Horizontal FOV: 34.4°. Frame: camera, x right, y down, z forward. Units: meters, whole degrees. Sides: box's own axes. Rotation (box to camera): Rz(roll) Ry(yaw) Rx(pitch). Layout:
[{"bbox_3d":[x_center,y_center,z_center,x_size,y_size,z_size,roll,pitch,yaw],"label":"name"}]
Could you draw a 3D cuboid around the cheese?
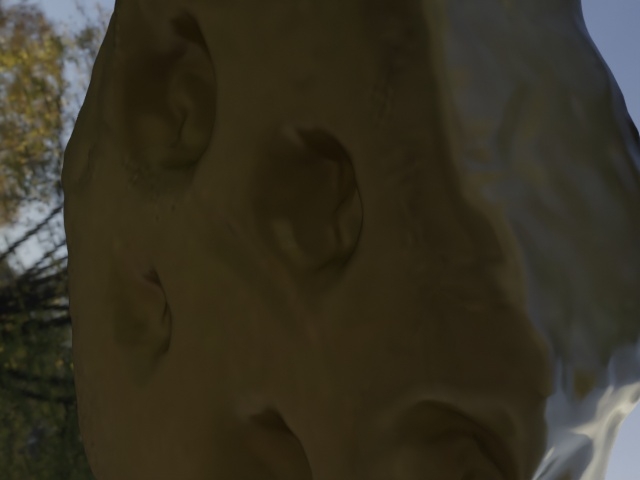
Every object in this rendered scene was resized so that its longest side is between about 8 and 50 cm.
[{"bbox_3d":[0.000,0.000,0.431,0.318,0.115,0.327,47,-54,40],"label":"cheese"}]
